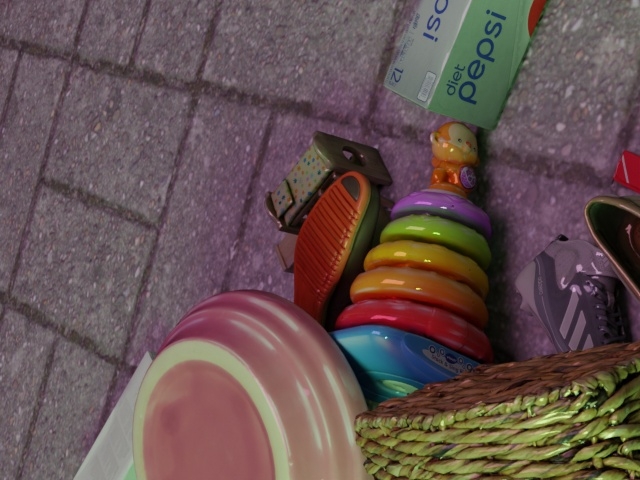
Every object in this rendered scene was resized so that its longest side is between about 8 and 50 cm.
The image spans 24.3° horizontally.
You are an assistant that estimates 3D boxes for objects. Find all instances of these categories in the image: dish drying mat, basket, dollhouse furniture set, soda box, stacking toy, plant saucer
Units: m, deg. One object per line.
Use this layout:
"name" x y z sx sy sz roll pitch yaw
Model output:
"dish drying mat" 0.306 -0.057 1.387 0.083 0.008 0.032 36 107 51
"basket" 0.188 0.216 1.231 0.299 0.213 0.223 -15 90 49
"dollhouse furniture set" 0.000 0.000 1.689 0.182 0.101 0.161 -51 44 30
"soda box" 0.175 -0.267 1.550 0.091 0.098 0.286 36 107 52
"stacking toy" 0.116 0.012 1.522 0.166 0.175 0.301 -17 52 55
"plant saucer" -0.084 0.217 1.496 0.332 0.084 0.332 9 102 46

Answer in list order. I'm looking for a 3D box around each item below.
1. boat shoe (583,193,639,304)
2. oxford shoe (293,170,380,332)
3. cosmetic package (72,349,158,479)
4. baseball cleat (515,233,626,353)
"boat shoe" 0.324 0.057 1.257 0.285 0.089 0.104 48 116 46
"oxford shoe" 0.025 0.047 1.614 0.097 0.098 0.271 -121 42 -50
"cosmetic package" -0.240 0.268 1.949 0.239 0.060 0.099 -58 38 23
"baseball cleat" 0.252 0.071 1.365 0.109 0.072 0.206 -52 46 19
